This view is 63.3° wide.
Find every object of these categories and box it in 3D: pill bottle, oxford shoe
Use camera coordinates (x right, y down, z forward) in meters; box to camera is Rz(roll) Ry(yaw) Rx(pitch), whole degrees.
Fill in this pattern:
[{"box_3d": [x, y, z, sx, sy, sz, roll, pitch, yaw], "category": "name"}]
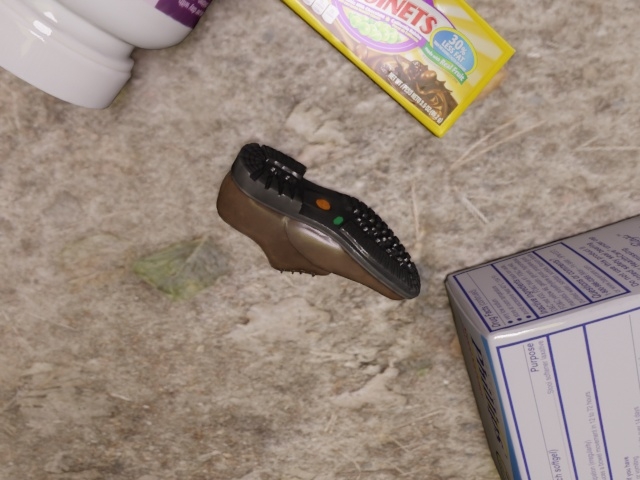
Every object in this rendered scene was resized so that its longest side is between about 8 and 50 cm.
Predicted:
[{"box_3d": [-0.135, -0.254, 0.377, 0.169, 0.169, 0.302, 36, 105, -12], "category": "pill bottle"}, {"box_3d": [0.000, 0.000, 0.523, 0.227, 0.083, 0.096, 33, 124, -11], "category": "oxford shoe"}]

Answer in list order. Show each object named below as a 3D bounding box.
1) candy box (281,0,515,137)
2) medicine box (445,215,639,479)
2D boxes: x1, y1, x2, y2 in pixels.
[{"box_3d": [0.068, -0.199, 0.473, 0.205, 0.027, 0.105, 37, 101, -12], "category": "candy box"}, {"box_3d": [0.308, 0.133, 0.525, 0.289, 0.149, 0.264, -17, 108, 5], "category": "medicine box"}]
